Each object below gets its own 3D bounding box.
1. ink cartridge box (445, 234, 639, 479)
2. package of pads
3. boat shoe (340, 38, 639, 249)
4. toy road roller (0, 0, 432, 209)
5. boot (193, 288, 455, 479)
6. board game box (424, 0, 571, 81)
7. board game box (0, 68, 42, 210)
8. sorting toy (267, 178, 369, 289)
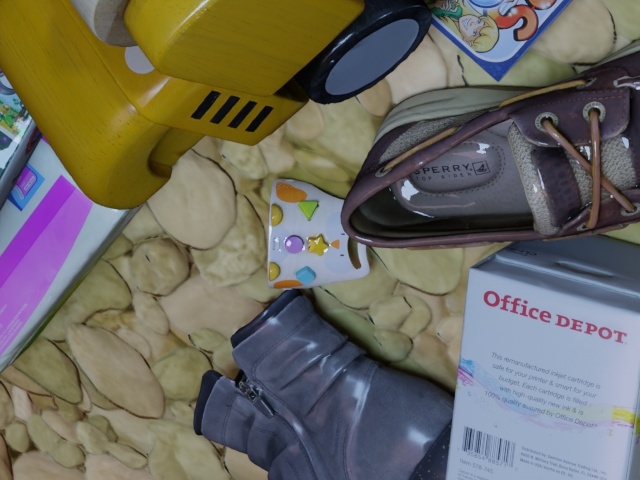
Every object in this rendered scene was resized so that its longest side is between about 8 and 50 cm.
[{"bbox_3d":[0.171,0.095,1.171,0.128,0.127,0.176,16,114,27],"label":"ink cartridge box"},{"bbox_3d":[-0.283,-0.038,1.408,0.229,0.101,0.296,42,132,-1],"label":"package of pads"},{"bbox_3d":[0.162,-0.047,1.111,0.342,0.123,0.123,-5,118,34],"label":"boat shoe"},{"bbox_3d":[-0.108,-0.142,1.044,0.240,0.329,0.202,-41,73,16],"label":"toy road roller"},{"bbox_3d":[-0.008,0.203,1.413,0.222,0.118,0.338,32,121,12],"label":"boot"},{"bbox_3d":[0.120,-0.209,1.085,0.136,0.035,0.201,41,133,1],"label":"board game box"},{"bbox_3d":[-0.297,-0.125,1.237,0.224,0.097,0.303,29,95,-1],"label":"board game box"},{"bbox_3d":[0.000,0.000,1.293,0.075,0.045,0.083,2,101,2],"label":"sorting toy"}]
